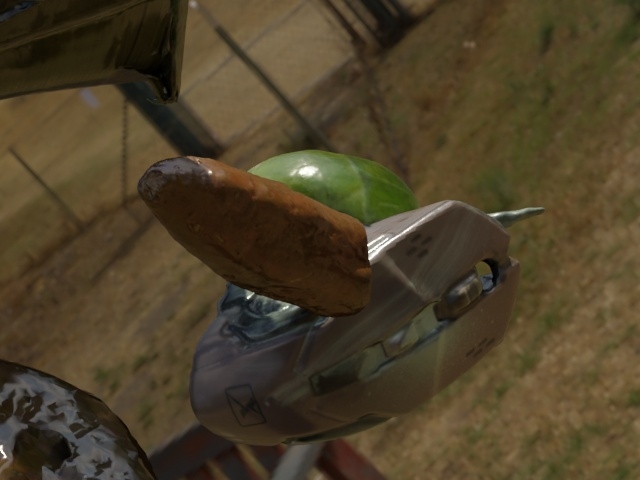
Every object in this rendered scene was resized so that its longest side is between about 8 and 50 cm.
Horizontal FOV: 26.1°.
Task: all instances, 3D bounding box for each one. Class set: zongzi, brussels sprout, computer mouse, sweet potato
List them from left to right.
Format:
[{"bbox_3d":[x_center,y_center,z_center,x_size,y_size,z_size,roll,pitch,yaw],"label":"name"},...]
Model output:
[{"bbox_3d":[-0.286,-0.279,1.207,0.447,0.181,0.418,-15,-38,-38],"label":"zongzi"},{"bbox_3d":[-0.044,-0.009,1.090,0.097,0.251,0.097,-23,53,35],"label":"sweet potato"},{"bbox_3d":[0.000,0.000,1.527,0.244,0.244,0.244,-40,14,12],"label":"brussels sprout"},{"bbox_3d":[0.062,0.077,1.272,0.389,0.199,0.115,-27,25,-11],"label":"computer mouse"}]

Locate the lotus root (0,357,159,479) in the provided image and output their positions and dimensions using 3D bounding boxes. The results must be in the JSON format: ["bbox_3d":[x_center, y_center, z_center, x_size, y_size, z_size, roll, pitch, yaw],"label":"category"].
[{"bbox_3d":[-0.198,0.186,0.651,0.250,0.316,0.316,-59,4,29],"label":"lotus root"}]
